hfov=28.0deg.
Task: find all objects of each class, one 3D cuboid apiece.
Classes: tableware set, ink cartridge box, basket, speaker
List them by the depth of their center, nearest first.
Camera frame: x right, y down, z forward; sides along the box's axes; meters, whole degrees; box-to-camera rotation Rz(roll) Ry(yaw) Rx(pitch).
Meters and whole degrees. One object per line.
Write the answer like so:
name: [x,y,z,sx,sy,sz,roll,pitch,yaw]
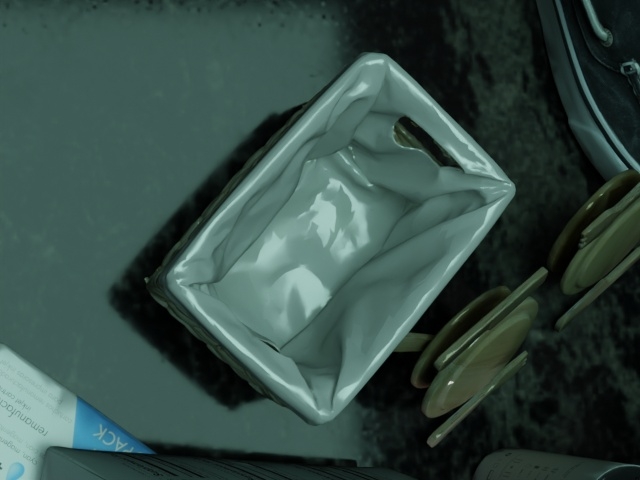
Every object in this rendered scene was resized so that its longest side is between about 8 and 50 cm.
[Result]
ink cartridge box: [-0.174,0.153,0.636,0.104,0.061,0.181,38,75,-12]
basket: [0.000,0.000,0.684,0.113,0.103,0.167,44,75,-10]
speaker: [0.132,0.143,0.695,0.055,0.136,0.055,2,84,-18]
tableware set: [0.118,0.023,0.723,0.194,0.128,0.039,-39,67,-17]

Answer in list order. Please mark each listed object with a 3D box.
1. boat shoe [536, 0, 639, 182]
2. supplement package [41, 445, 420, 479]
boat shoe: [0.195,-0.148,0.758,0.108,0.102,0.301,-20,91,-18]
supplement package: [-0.023,0.209,0.597,0.203,0.149,0.194,11,88,-34]
